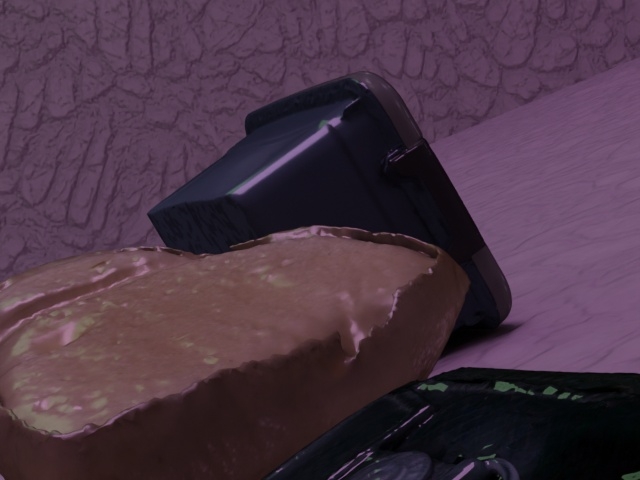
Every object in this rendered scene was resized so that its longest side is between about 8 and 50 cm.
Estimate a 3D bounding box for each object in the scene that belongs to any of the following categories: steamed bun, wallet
[{"bbox_3d":[-0.064,0.070,0.718,0.231,0.111,0.212,-21,22,-33],"label":"steamed bun"},{"bbox_3d":[0.046,0.088,0.449,0.160,0.055,0.236,-32,11,-27],"label":"wallet"}]

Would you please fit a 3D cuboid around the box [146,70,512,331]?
[{"bbox_3d":[0.000,0.000,0.928,0.130,0.162,0.227,-34,9,-17],"label":"box"}]
